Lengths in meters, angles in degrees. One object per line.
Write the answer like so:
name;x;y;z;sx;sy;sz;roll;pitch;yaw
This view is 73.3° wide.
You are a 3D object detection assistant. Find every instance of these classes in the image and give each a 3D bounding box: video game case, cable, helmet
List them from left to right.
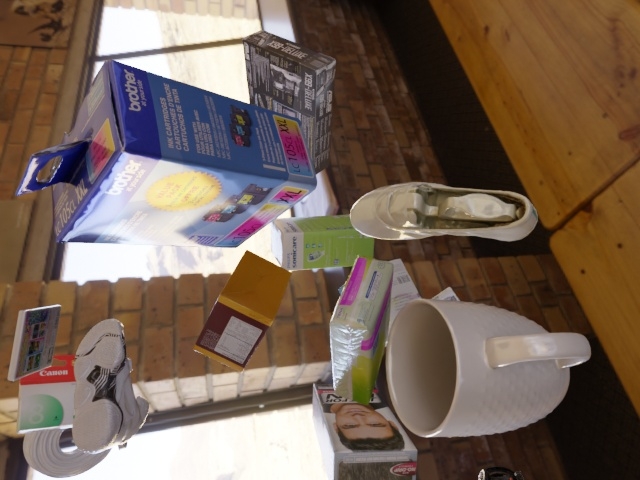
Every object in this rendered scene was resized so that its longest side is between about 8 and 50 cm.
video game case;-0.681;0.239;1.032;0.143;0.019;0.157;110;168;-86
cable;-0.782;0.619;1.365;0.089;0.257;0.257;0;132;45
video game case;0.367;0.241;1.350;0.190;0.173;0.022;44;-167;-44
helmet;0.572;0.793;1.348;0.161;0.169;0.169;69;-175;-50

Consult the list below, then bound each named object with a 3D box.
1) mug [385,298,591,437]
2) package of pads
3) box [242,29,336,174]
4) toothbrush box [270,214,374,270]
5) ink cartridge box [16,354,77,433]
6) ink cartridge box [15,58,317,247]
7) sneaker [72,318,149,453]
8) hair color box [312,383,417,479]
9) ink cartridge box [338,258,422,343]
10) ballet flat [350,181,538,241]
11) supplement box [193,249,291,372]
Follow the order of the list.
mug;0.368;0.256;0.900;0.374;0.328;0.276;129;144;-57
package of pads;0.101;0.209;1.032;0.229;0.101;0.296;-62;-24;-46
box;-0.082;-0.351;1.123;0.242;0.076;0.307;32;143;25
toothbrush box;0.000;0.000;1.346;0.206;0.283;0.122;-139;49;-67
ink cartridge box;-0.798;0.449;1.295;0.056;0.181;0.224;-35;57;38
ink cartridge box;-0.242;-0.107;0.688;0.270;0.395;0.151;-33;64;38
sneaker;-0.606;0.427;1.258;0.210;0.137;0.365;83;177;-60
hair color box;0.092;0.488;1.097;0.374;0.185;0.113;-154;66;-81
ink cartridge box;0.240;0.243;1.612;0.197;0.198;0.270;-48;60;46
ballet flat;0.249;-0.070;0.922;0.139;0.400;0.139;4;-90;-71
supplement box;-0.184;0.166;1.034;0.194;0.129;0.191;-58;7;30
